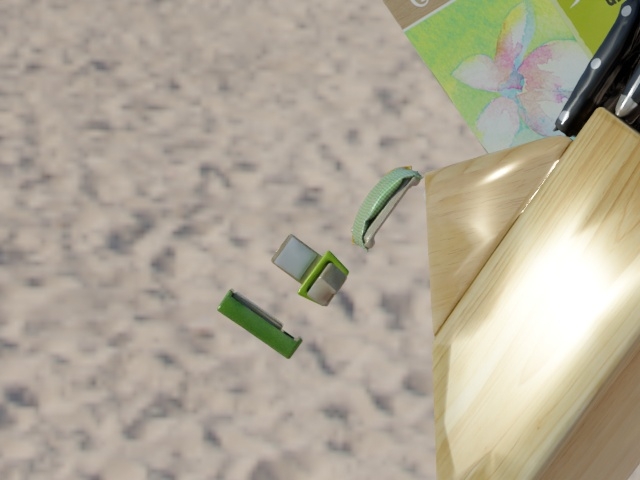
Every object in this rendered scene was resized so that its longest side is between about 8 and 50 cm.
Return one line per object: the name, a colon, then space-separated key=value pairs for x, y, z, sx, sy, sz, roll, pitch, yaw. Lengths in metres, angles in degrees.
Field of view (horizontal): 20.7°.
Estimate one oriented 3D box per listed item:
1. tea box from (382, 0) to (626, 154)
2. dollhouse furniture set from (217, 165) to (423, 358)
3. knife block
tea box: x=0.284 y=-0.164 z=1.282 sx=0.329 sy=0.324 sz=0.220 roll=-29 pitch=11 yaw=41
dollhouse furniture set: x=0.000 y=0.000 z=1.143 sx=0.058 sy=0.152 sz=0.076 roll=36 pitch=1 yaw=-1
knife block: x=0.174 y=0.012 z=0.860 sx=0.242 sy=0.276 sz=0.088 roll=-14 pitch=-23 yaw=34
